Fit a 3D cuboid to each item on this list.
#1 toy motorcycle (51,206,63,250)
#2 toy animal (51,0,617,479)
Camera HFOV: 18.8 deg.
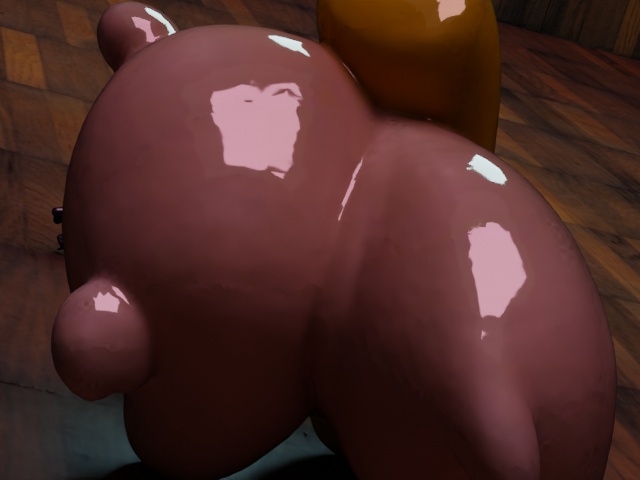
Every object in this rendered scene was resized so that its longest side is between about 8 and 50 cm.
[{"bbox_3d":[0.000,0.000,1.283,0.358,0.125,0.212,7,9,-43],"label":"toy motorcycle"},{"bbox_3d":[-0.016,0.039,0.950,0.246,0.277,0.345,-5,53,-15],"label":"toy animal"}]
